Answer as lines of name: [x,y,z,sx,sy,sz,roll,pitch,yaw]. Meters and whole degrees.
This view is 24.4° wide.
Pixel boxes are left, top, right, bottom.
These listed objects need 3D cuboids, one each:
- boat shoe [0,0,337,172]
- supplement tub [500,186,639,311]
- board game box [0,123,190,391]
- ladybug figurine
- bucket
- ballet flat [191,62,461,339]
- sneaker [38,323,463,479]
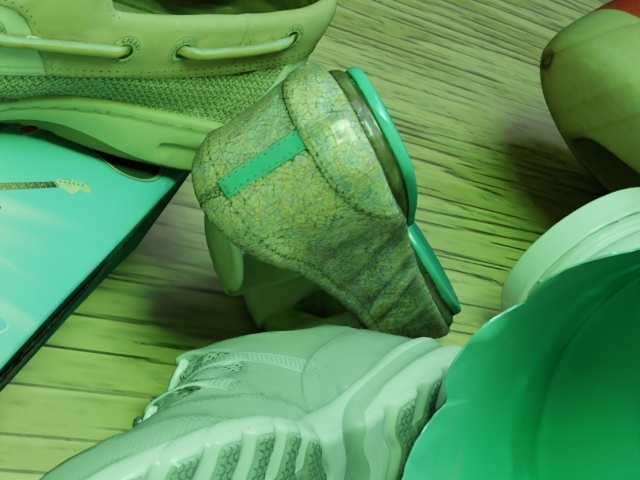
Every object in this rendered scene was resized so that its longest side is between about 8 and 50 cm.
boat shoe: [-0.138,-0.114,0.617,0.341,0.110,0.121,6,44,-46]
supplement tub: [0.210,0.081,0.873,0.144,0.144,0.200,3,44,-47]
board game box: [-0.219,-0.031,0.607,0.254,0.079,0.336,38,29,-3]
ladybug figurine: [0.302,-0.069,1.036,0.305,0.162,0.449,42,4,-3]
bucket: [0.192,0.123,0.665,0.281,0.281,0.183,47,18,14]
ballet flat: [0.000,0.000,0.758,0.107,0.106,0.316,60,1,22]
sneaker: [-0.041,0.100,0.636,0.115,0.105,0.281,16,15,31]
